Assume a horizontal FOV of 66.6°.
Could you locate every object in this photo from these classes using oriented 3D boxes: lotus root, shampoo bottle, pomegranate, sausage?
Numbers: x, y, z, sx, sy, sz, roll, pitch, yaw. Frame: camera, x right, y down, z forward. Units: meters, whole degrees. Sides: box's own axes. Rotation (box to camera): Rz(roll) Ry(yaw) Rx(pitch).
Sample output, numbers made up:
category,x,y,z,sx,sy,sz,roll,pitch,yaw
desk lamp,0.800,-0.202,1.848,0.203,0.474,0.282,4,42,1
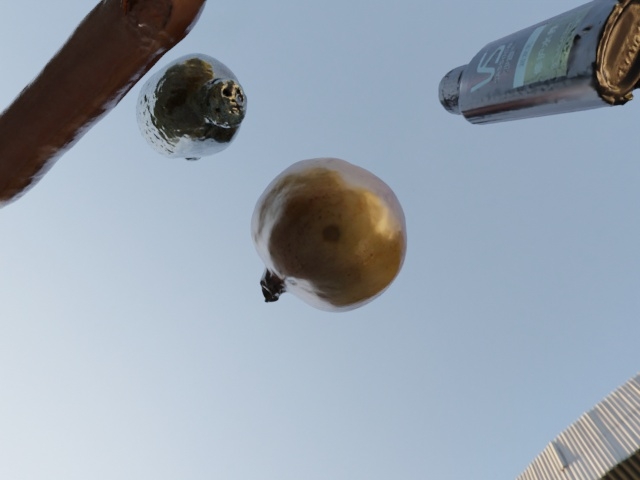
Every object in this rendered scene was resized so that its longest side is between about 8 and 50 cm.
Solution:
category,x,y,z,sx,sy,sz,roll,pitch,yaw
lotus root,-0.213,-0.219,0.807,0.174,0.349,0.175,-1,-87,-24
shampoo bottle,0.263,-0.216,0.628,0.084,0.323,0.129,20,-86,-18
pomegranate,0.000,0.000,0.988,0.338,0.338,0.339,1,-84,11
sausage,-0.300,-0.182,0.594,0.419,0.094,0.094,-35,-116,18
